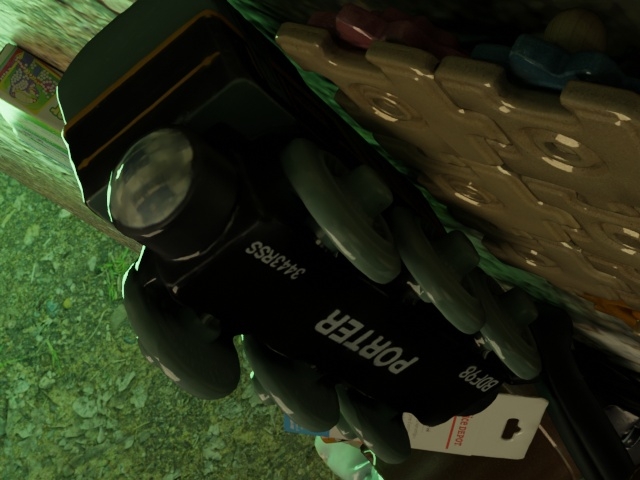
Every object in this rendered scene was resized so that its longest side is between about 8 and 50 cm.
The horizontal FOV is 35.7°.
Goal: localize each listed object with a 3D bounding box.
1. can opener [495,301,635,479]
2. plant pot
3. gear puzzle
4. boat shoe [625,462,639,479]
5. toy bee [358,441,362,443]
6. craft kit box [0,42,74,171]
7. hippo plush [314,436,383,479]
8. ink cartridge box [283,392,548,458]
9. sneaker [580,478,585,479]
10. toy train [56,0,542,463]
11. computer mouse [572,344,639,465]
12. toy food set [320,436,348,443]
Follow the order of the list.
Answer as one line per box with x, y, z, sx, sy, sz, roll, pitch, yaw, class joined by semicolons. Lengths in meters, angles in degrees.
0.180;0.120;0.727;0.059;0.073;0.186;74;171;-57;can opener
0.134;0.173;0.848;0.167;0.165;0.167;50;176;5;plant pot
0.134;-0.010;0.464;0.175;0.044;0.339;21;170;39;gear puzzle
0.231;0.106;0.545;0.095;0.095;0.257;36;148;0;boat shoe
0.056;0.117;0.993;0.298;0.162;0.195;34;168;-26;toy bee
-0.210;-0.087;1.030;0.250;0.061;0.246;30;173;-6;craft kit box
0.098;0.321;1.083;0.294;0.236;0.234;15;138;18;hippo plush
0.066;0.102;0.723;0.181;0.061;0.104;7;144;3;ink cartridge box
0.388;0.319;1.239;0.100;0.108;0.271;31;169;0;sneaker
0.000;0.000;0.550;0.334;0.142;0.190;33;-155;-51;toy train
0.254;0.160;0.930;0.184;0.060;0.262;29;170;0;computer mouse
0.024;0.061;0.823;0.104;0.111;0.232;-11;120;17;toy food set
